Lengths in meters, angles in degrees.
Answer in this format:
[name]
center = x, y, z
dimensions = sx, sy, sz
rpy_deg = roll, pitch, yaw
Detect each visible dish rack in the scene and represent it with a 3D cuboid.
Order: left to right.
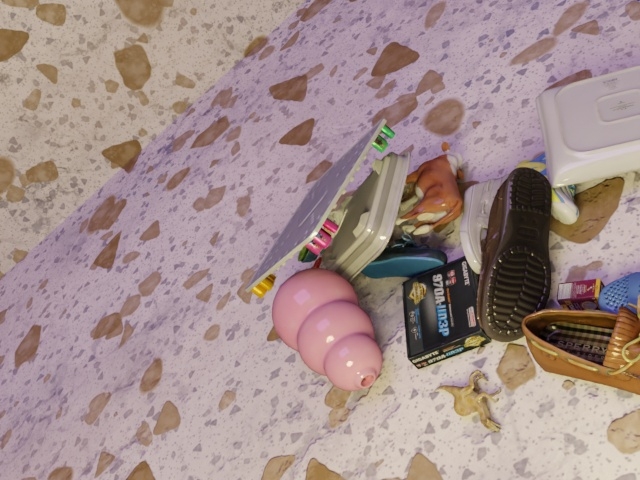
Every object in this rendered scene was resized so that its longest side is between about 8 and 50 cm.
[dish rack]
center = 0.100, -0.053, 1.902
dimensions = 0.333, 0.072, 0.286
rpy_deg = 129, 160, -58

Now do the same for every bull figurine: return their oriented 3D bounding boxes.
[bull figurine]
center = 0.262, -0.122, 1.889
dimensions = 0.188, 0.101, 0.310
rpy_deg = -29, 22, 18

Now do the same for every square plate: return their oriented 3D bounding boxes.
[square plate]
center = 0.648, -0.272, 1.690
dimensions = 0.347, 0.049, 0.344
rpy_deg = -12, 41, 19

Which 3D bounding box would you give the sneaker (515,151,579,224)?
[sneaker]
center = 0.520, -0.134, 1.706
dimensions = 0.126, 0.091, 0.240
rpy_deg = -37, 35, 8

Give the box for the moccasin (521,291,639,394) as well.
[moccasin]
center = 0.524, 0.173, 1.336
dimensions = 0.380, 0.147, 0.139
rpy_deg = 9, 60, 48

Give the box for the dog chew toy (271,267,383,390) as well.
[dog chew toy]
center = 0.025, 0.208, 1.759
dimensions = 0.206, 0.206, 0.332
rpy_deg = -42, 43, 2

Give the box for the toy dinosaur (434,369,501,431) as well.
[toy dinosaur]
center = 0.288, 0.296, 1.524
dimensions = 0.093, 0.053, 0.183
rpy_deg = -50, 36, -6

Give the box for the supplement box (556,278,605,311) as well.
[supplement box]
center = 0.503, 0.108, 1.504
dimensions = 0.083, 0.055, 0.043
rpy_deg = -12, 46, 38

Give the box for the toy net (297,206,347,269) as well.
[toy net]
center = 0.000, 0.000, 1.972
dimensions = 0.122, 0.045, 0.232
rpy_deg = -76, 14, -44

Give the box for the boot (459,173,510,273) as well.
[boot]
center = 0.386, -0.048, 1.742
dimensions = 0.123, 0.095, 0.258
rpy_deg = -25, 39, 33

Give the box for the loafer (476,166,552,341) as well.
[loafer]
center = 0.396, 0.036, 1.617
dimensions = 0.130, 0.133, 0.366
rpy_deg = 131, 156, -71

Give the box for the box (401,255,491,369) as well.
[box]
center = 0.266, 0.153, 1.693
dimensions = 0.175, 0.051, 0.220
rpy_deg = -25, 39, 25

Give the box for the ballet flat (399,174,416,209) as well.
[ballet flat]
center = 0.171, -0.094, 2.025
dimensions = 0.206, 0.067, 0.073
rpy_deg = -44, 35, 1

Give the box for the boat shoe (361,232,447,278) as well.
[boat shoe]
center = 0.187, 0.030, 1.849
dimensions = 0.258, 0.109, 0.089
rpy_deg = -1, 56, 41

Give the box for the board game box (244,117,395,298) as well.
[board game box]
center = -0.002, -0.069, 1.869
dimensions = 0.390, 0.050, 0.390
rpy_deg = -39, 16, 55

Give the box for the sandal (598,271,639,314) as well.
[sandal]
center = 0.632, 0.065, 1.355
dimensions = 0.317, 0.138, 0.126
rpy_deg = -20, 43, 32
